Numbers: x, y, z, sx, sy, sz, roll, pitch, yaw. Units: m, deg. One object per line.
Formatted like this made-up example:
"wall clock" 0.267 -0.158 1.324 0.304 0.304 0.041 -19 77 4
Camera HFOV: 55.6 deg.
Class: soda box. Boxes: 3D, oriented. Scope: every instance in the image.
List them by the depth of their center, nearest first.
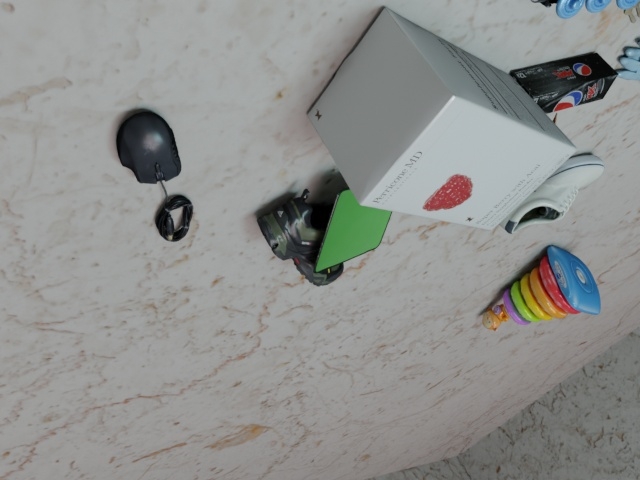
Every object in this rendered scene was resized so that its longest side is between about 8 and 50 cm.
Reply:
"soda box" 0.372 -0.240 0.945 0.168 0.060 0.053 -17 149 -17

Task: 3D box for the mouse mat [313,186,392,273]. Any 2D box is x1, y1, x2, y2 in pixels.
"mouse mat" 0.065 -0.030 0.977 0.189 0.007 0.153 -20 136 -49

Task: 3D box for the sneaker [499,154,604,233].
"sneaker" 0.457 -0.082 1.200 0.258 0.091 0.094 -25 148 -5

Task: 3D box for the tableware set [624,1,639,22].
"tableware set" 0.480 -0.377 0.870 0.104 0.024 0.154 -43 145 21

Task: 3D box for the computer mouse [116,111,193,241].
"computer mouse" -0.203 -0.067 0.779 0.071 0.041 0.242 -21 148 -13

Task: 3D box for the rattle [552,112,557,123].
"rattle" 0.334 -0.130 0.992 0.142 0.130 0.199 16 139 -36

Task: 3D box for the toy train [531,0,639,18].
"toy train" 0.348 -0.349 0.766 0.184 0.080 0.105 -14 136 -17

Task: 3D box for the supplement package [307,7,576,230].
"supplement package" 0.165 -0.145 0.817 0.292 0.175 0.177 7 135 -42

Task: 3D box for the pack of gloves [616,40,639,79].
"pack of gloves" 0.611 -0.340 1.019 0.232 0.046 0.195 6 141 -33

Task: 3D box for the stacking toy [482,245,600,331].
"stacking toy" 0.540 0.155 1.571 0.165 0.175 0.301 15 142 -40

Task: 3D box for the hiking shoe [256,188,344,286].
"hiking shoe" 0.000 0.000 0.981 0.114 0.086 0.227 -35 148 12
